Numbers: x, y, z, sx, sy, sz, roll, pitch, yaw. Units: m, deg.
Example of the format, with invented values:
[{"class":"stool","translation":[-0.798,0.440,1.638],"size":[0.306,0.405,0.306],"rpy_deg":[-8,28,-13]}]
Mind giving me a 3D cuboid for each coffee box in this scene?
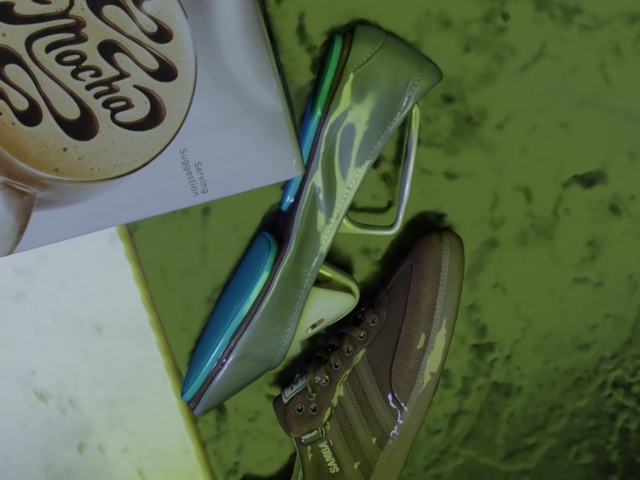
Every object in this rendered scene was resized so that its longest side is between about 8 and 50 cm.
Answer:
[{"class":"coffee box","translation":[-0.125,-0.159,0.762],"size":[0.168,0.119,0.297],"rpy_deg":[-14,117,1]}]

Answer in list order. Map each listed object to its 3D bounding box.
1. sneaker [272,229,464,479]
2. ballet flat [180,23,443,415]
[{"class":"sneaker","translation":[0.015,0.078,0.873],"size":[0.071,0.066,0.188],"rpy_deg":[19,99,-4]},{"class":"ballet flat","translation":[0.000,0.000,0.856],"size":[0.068,0.072,0.213],"rpy_deg":[22,99,-10]}]
